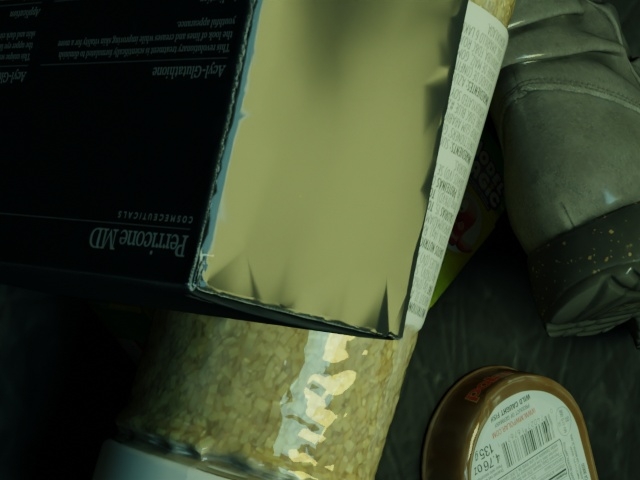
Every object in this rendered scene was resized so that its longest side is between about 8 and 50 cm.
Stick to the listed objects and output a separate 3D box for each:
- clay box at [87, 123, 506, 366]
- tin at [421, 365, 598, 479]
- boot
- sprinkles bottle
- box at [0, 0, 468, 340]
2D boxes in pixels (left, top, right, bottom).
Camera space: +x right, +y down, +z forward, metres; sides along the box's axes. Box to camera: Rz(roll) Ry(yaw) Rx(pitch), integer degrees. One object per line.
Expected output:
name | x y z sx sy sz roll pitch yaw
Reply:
clay box | 0.000 0.000 0.909 0.222 0.053 0.127 -50 121 -27
tin | 0.115 0.164 1.028 0.106 0.040 0.189 -25 109 -31
boot | 0.165 -0.064 0.991 0.338 0.118 0.222 16 49 -67
sprinkles bottle | 0.002 -0.021 0.789 0.121 0.121 0.355 21 84 -39
box | -0.070 -0.068 0.711 0.103 0.261 0.184 19 81 -39
